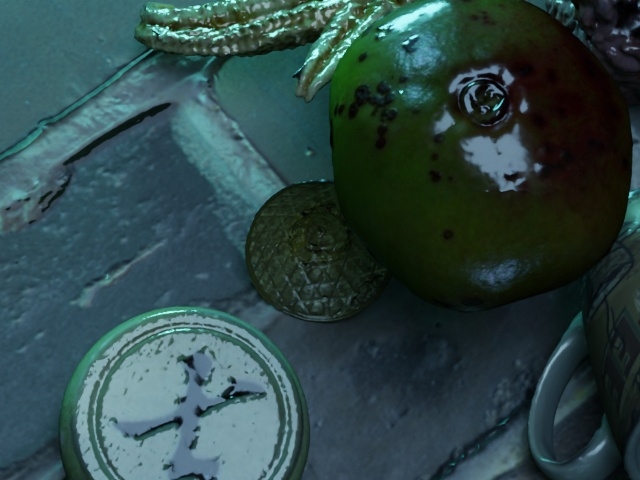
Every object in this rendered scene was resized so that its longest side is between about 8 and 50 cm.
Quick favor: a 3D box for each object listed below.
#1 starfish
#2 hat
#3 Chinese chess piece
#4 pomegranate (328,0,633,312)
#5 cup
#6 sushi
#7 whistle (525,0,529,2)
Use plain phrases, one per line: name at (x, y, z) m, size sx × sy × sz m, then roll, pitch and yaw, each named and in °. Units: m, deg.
starfish at (0.034, -0.291, 1.778) m, size 0.324 × 0.082 × 0.432 m, roll 27°, pitch 64°, yaw 36°
hat at (0.000, 0.000, 1.724) m, size 0.146 × 0.067 × 0.146 m, roll 0°, pitch 111°, yaw 0°
Chinese chess piece at (-0.123, 0.175, 1.619) m, size 0.237 × 0.092 × 0.238 m, roll 3°, pitch 71°, yaw -8°
pomegranate at (0.123, -0.073, 1.619) m, size 0.291 × 0.323 × 0.291 m, roll 4°, pitch 79°, yaw -20°
cup at (0.317, 0.103, 1.673) m, size 0.301 × 0.227 × 0.257 m, roll -34°, pitch 43°, yaw 15°
sushi at (0.372, -0.244, 1.810) m, size 0.270 × 0.171 × 0.236 m, roll 1°, pitch 69°, yaw -9°
whistle at (0.156, -0.200, 1.824) m, size 0.107 × 0.057 × 0.220 m, roll 12°, pitch 72°, yaw -19°
